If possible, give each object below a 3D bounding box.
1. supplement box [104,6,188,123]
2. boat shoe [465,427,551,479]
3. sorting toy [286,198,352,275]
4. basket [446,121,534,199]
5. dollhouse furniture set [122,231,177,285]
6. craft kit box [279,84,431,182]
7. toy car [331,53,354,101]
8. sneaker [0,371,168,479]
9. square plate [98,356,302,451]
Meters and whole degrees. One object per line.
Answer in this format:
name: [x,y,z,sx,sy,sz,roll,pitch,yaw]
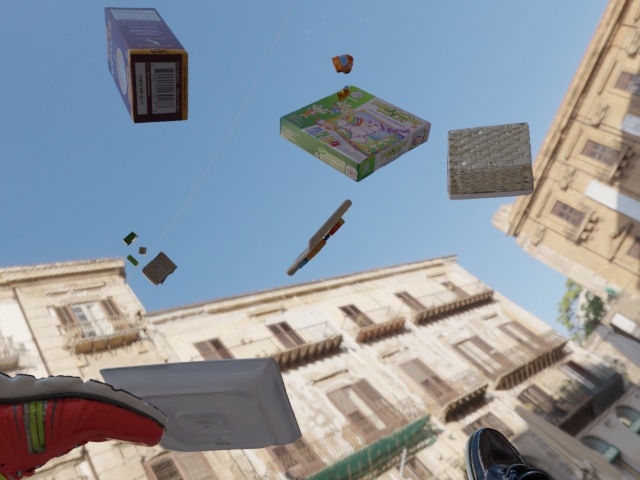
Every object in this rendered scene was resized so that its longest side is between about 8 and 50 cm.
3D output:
supplement box: [-0.262,-0.266,0.758,0.080,0.188,0.104,-10,-47,-27]
boat shoe: [0.330,0.421,0.808,0.127,0.340,0.113,12,-61,-5]
sorting toy: [0.000,0.000,1.359,0.193,0.038,0.208,-48,-2,-32]
basket: [0.330,-0.155,1.002,0.103,0.167,0.114,54,-142,-59]
dollhouse furniture set: [-0.451,0.046,1.326,0.152,0.058,0.076,46,-104,-7]
craft kit box: [0.079,-0.253,1.159,0.246,0.249,0.061,-32,-37,-35]
toy car: [0.061,-0.357,1.111,0.040,0.122,0.060,-24,-22,37]
sneaker: [-0.310,0.213,0.545,0.278,0.119,0.107,11,-35,-17]
square plate: [-0.232,0.360,1.056,0.346,0.049,0.344,-5,-46,5]
